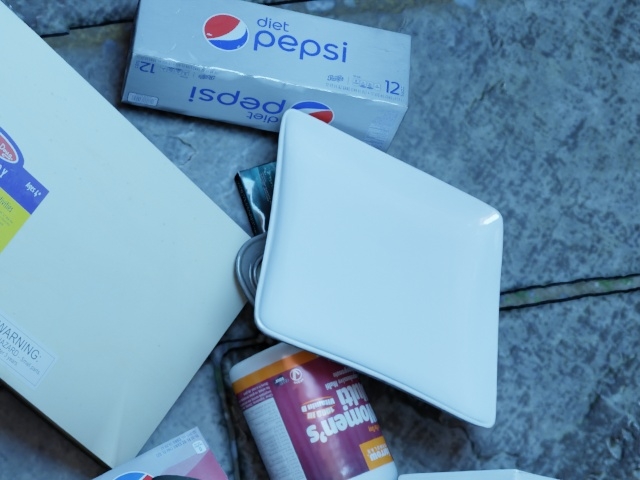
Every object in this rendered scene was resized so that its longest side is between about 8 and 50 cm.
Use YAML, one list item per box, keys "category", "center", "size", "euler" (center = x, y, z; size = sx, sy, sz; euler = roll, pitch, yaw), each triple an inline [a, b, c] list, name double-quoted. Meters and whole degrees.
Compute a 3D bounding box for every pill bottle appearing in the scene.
- category: "pill bottle"
  center: [0.003, 0.207, 1.805]
  size: [0.121, 0.121, 0.221]
  euler: [-21, 83, -15]

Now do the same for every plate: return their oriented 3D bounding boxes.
- category: "plate"
  center: [0.057, 0.032, 1.827]
  size: [0.278, 0.045, 0.277]
  euler: [25, 49, -22]

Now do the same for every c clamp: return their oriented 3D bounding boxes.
- category: "c clamp"
  center: [-0.004, 0.042, 1.845]
  size: [0.160, 0.022, 0.137]
  euler: [-16, 86, -25]

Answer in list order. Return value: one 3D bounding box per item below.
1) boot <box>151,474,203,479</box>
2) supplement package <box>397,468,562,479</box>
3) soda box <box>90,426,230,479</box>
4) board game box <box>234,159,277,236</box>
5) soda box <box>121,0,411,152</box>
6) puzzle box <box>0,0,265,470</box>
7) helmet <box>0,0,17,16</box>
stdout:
- category: "boot"
  center: [-0.077, 0.397, 1.671]
  size: [0.348, 0.131, 0.260]
  euler: [36, 58, -34]
- category: "supplement package"
  center: [0.188, 0.329, 1.758]
  size: [0.203, 0.149, 0.194]
  euler: [18, 71, -44]
- category: "soda box"
  center: [-0.211, 0.284, 1.750]
  size: [0.263, 0.092, 0.083]
  euler: [-26, 65, -16]
- category: "board game box"
  center: [0.000, 0.000, 1.897]
  size: [0.126, 0.026, 0.186]
  euler: [-17, 82, -16]
- category: "soda box"
  center: [-0.054, -0.176, 1.880]
  size: [0.286, 0.091, 0.098]
  euler: [10, 58, -9]
- category: "puzzle box"
  center: [-0.259, -0.002, 1.744]
  size: [0.409, 0.052, 0.272]
  euler: [45, 72, -27]
- category: "helmet"
  center: [-0.361, -0.169, 1.792]
  size: [0.169, 0.161, 0.169]
  euler: [-4, 98, -33]
